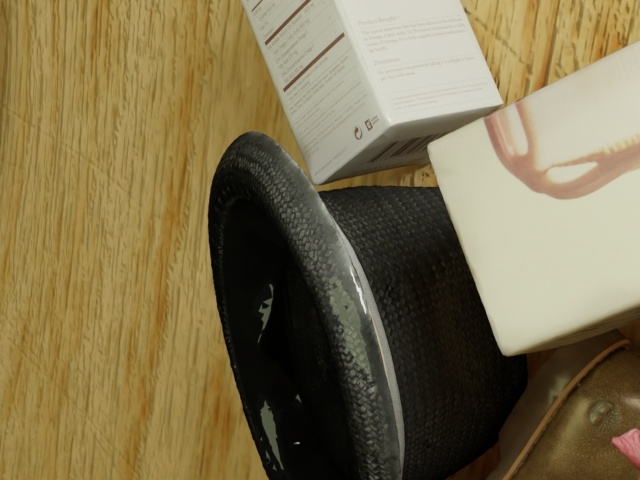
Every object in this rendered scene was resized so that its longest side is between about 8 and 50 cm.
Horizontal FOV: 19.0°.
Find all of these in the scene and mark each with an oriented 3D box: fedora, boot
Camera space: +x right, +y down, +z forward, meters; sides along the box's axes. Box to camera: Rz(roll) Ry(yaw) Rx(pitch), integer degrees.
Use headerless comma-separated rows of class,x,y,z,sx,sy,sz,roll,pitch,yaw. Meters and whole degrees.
fedora,0.041,0.067,1.277,0.334,0.152,0.334,162,90,-73
boot,0.152,0.200,1.263,0.115,0.112,0.305,42,130,22

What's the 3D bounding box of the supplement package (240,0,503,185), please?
supplement package,0.028,-0.144,1.317,0.105,0.105,0.179,-38,69,53

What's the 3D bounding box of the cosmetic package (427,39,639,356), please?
cosmetic package,0.224,-0.053,0.987,0.296,0.153,0.129,-26,81,34

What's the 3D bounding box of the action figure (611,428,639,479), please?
action figure,0.293,0.124,0.890,0.370,0.276,0.248,-3,70,25
